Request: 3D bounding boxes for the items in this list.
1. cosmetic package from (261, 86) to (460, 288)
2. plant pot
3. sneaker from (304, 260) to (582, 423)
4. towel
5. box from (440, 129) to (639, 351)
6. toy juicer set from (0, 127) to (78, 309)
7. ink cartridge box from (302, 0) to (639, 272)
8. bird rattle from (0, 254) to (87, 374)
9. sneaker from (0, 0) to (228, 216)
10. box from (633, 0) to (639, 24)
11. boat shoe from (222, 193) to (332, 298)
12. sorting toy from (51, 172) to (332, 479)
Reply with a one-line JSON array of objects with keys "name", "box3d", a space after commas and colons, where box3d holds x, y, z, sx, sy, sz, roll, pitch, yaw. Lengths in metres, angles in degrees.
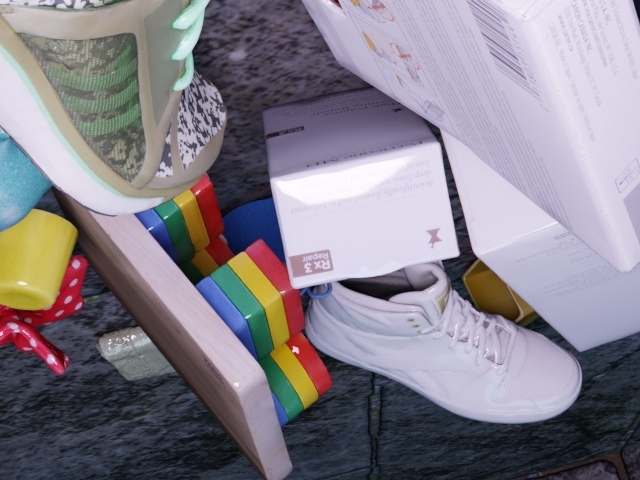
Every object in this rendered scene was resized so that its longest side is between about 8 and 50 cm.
[{"name": "cosmetic package", "box3d": [0.023, -0.045, 1.149, 0.117, 0.085, 0.231, -12, -166, -2]}, {"name": "plant pot", "box3d": [0.214, 0.045, 1.719, 0.083, 0.081, 0.081, -20, 164, -25]}, {"name": "sneaker", "box3d": [0.129, 0.091, 1.604, 0.293, 0.108, 0.169, 15, 155, 2]}, {"name": "towel", "box3d": [-0.167, 0.114, 1.693, 0.110, 0.027, 0.148, -17, 160, 2]}, {"name": "box", "box3d": [0.204, -0.070, 1.197, 0.168, 0.215, 0.345, -20, 159, 15]}, {"name": "toy juicer set", "box3d": [-0.284, -0.054, 1.099, 0.209, 0.089, 0.329, 6, 158, 0]}, {"name": "ink cartridge box", "box3d": [0.073, -0.130, 0.907, 0.066, 0.261, 0.296, -46, 149, -5]}, {"name": "bird rattle", "box3d": [-0.328, 0.062, 1.356, 0.254, 0.143, 0.207, -10, 179, -29]}, {"name": "sneaker", "box3d": [-0.109, -0.135, 0.901, 0.182, 0.158, 0.410, -25, 161, 11]}, {"name": "box", "box3d": [0.383, -0.178, 0.923, 0.396, 0.293, 0.212, -3, 157, -30]}, {"name": "boat shoe", "box3d": [0.000, 0.000, 1.399, 0.258, 0.109, 0.089, -24, 162, 29]}, {"name": "sorting toy", "box3d": [-0.092, 0.035, 1.236, 0.089, 0.257, 0.255, -37, 159, -12]}]
